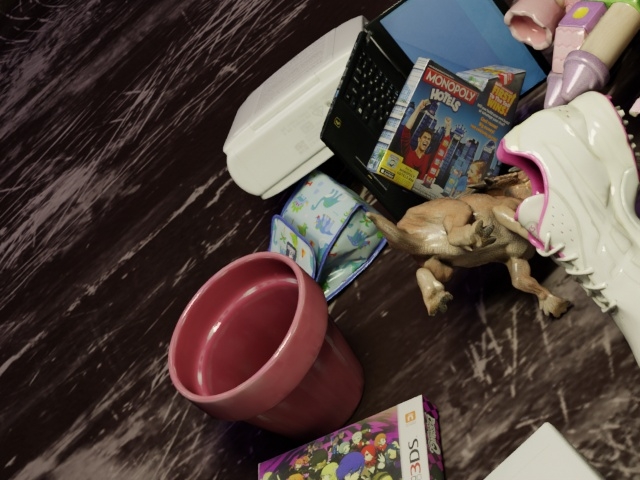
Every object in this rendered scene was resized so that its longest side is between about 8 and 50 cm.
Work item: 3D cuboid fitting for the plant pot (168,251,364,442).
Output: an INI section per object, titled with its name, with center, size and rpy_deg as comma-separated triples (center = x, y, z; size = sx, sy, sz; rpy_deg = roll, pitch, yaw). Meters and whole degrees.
[plant pot]
center = -0.049, 0.143, 1.504
size = 0.201, 0.180, 0.201
rpy_deg = -24, 43, 25

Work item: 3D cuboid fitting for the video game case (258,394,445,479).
[video game case]
center = 0.032, 0.302, 1.399
size = 0.232, 0.042, 0.210
rpy_deg = -26, 41, 24

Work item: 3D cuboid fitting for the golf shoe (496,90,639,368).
[golf shoe]
center = 0.276, 0.005, 1.293
size = 0.140, 0.115, 0.306
rpy_deg = -15, 76, -7

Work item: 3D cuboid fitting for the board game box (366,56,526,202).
[board game box]
center = 0.157, -0.140, 1.520
size = 0.060, 0.194, 0.194
rpy_deg = 25, 90, 51

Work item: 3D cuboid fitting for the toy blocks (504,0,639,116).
[toy blocks]
center = 0.318, -0.261, 1.421
size = 0.288, 0.309, 0.260
rpy_deg = 17, 62, 49

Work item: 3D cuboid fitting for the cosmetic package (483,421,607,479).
[cosmetic package]
center = 0.208, 0.328, 1.136
size = 0.224, 0.138, 0.224
rpy_deg = -44, 36, 3

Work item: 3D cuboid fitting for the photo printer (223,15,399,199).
[photo printer]
center = -0.007, -0.195, 1.764
size = 0.256, 0.107, 0.307
rpy_deg = -36, 14, 12

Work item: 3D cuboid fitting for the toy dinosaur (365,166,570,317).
[toy dinosaur]
center = 0.165, -0.015, 1.430
size = 0.200, 0.296, 0.127
rpy_deg = -123, 37, -55

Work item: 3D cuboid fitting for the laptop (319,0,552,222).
[laptop]
center = 0.150, -0.168, 1.556
size = 0.136, 0.234, 0.264
rpy_deg = -7, 51, 40

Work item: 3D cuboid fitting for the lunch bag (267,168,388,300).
[lunch bag]
center = 0.000, 0.000, 1.666
size = 0.151, 0.096, 0.129
rpy_deg = -56, 39, 8
